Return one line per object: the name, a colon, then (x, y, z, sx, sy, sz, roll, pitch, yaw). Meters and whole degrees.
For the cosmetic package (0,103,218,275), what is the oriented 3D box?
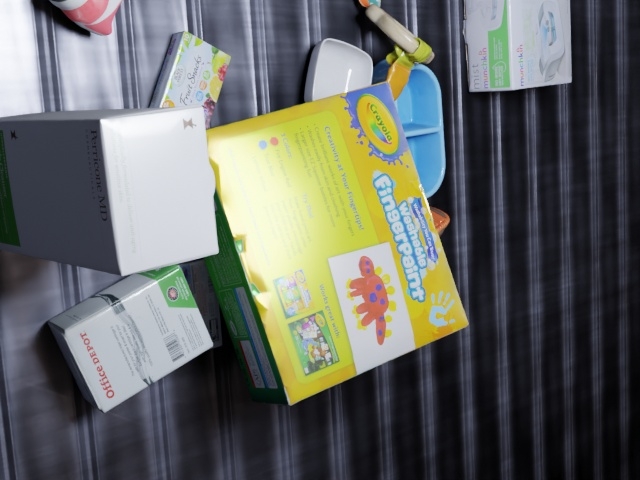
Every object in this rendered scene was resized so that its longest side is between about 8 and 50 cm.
cosmetic package: (-0.307, -0.077, 1.229, 0.155, 0.365, 0.197, -14, 103, -40)

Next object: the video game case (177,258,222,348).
video game case: (-0.233, 0.117, 1.548, 0.143, 0.019, 0.157, -12, 103, -40)

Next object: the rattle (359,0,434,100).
rattle: (0.108, -0.376, 1.748, 0.143, 0.199, 0.130, -56, 168, 31)

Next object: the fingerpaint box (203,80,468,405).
fingerpaint box: (0.000, 0.000, 1.545, 0.371, 0.163, 0.445, -20, 92, -28)

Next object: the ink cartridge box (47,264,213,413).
ink cartridge box: (-0.295, 0.146, 1.434, 0.208, 0.087, 0.153, -30, 112, -28)

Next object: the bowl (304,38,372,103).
bowl: (0.028, -0.295, 1.712, 0.142, 0.053, 0.142, 13, 86, -41)

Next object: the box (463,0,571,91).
box: (0.430, -0.465, 2.006, 0.231, 0.127, 0.262, -13, 104, -42)

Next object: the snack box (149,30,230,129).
snack box: (-0.215, -0.258, 1.511, 0.100, 0.037, 0.141, 22, 80, -39)

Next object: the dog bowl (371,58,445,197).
dog bowl: (0.176, -0.216, 1.839, 0.166, 0.074, 0.297, -14, 104, -40)

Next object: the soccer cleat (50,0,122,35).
soccer cleat: (-0.302, -0.462, 1.384, 0.116, 0.108, 0.318, 47, 61, -57)

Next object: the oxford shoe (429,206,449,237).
oxford shoe: (0.116, 0.039, 1.803, 0.363, 0.130, 0.133, -29, 135, -33)
